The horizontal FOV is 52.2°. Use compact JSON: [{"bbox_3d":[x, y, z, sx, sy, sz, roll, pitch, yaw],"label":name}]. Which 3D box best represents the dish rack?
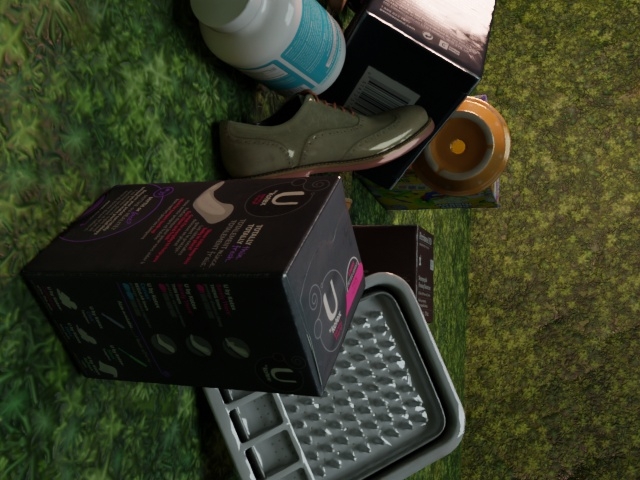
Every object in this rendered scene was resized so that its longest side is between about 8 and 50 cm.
[{"bbox_3d":[0.019,0.225,0.935,0.285,0.333,0.072,67,-18,3],"label":"dish rack"}]

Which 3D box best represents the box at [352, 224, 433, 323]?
[{"bbox_3d":[0.151,0.077,1.431,0.168,0.167,0.203,19,72,-67],"label":"box"}]

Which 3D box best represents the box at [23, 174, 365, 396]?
[{"bbox_3d":[-0.112,0.039,0.643,0.165,0.271,0.143,-62,144,-49],"label":"box"}]

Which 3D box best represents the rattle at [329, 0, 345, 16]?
[{"bbox_3d":[0.004,-0.500,1.270,0.199,0.143,0.130,123,-25,-58],"label":"rattle"}]

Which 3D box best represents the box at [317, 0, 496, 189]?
[{"bbox_3d":[0.148,-0.348,1.204,0.293,0.212,0.395,-53,-167,48],"label":"box"}]

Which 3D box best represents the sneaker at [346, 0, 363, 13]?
[{"bbox_3d":[0.102,-0.560,1.431,0.293,0.102,0.146,1,93,-63],"label":"sneaker"}]

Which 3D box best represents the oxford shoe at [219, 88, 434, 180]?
[{"bbox_3d":[0.018,-0.165,0.966,0.348,0.123,0.130,-21,108,-24],"label":"oxford shoe"}]

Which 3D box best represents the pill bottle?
[{"bbox_3d":[-0.072,-0.298,0.915,0.264,0.146,0.146,8,82,-68],"label":"pill bottle"}]

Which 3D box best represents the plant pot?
[{"bbox_3d":[0.268,-0.184,1.271,0.188,0.205,0.205,-28,116,-75],"label":"plant pot"}]

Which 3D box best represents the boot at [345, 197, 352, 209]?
[{"bbox_3d":[0.000,0.000,1.194,0.197,0.073,0.152,-21,108,-54],"label":"boot"}]

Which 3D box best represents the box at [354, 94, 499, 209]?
[{"bbox_3d":[0.264,-0.194,1.553,0.279,0.290,0.176,36,56,-64],"label":"box"}]
